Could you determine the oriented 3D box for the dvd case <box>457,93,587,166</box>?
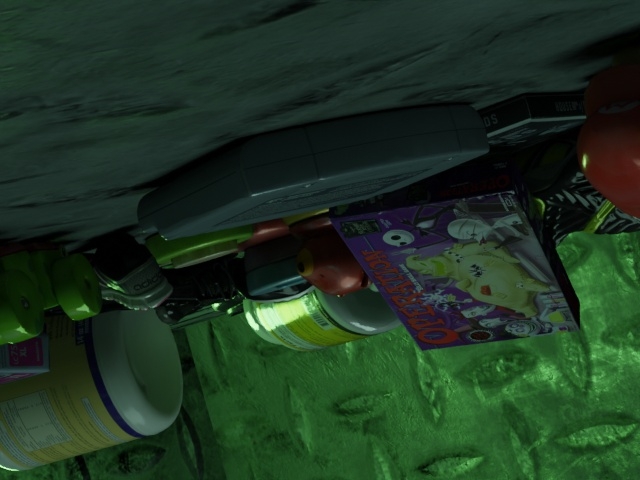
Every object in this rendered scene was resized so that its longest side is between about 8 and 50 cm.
[{"bbox_3d":[0.195,-0.115,1.470,0.179,0.029,0.239,-19,175,34],"label":"dvd case"}]

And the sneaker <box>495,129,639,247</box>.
[{"bbox_3d":[0.305,-0.089,1.597,0.385,0.147,0.145,-15,133,31],"label":"sneaker"}]

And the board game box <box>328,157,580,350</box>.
[{"bbox_3d":[0.164,0.027,1.601,0.208,0.056,0.347,-5,150,21],"label":"board game box"}]

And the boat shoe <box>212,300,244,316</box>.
[{"bbox_3d":[0.033,0.068,2.460,0.500,0.155,0.187,-16,178,18],"label":"boat shoe"}]

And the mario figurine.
[{"bbox_3d":[0.326,-0.143,1.257,0.320,0.170,0.198,-27,150,-51],"label":"mario figurine"}]

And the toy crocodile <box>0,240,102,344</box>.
[{"bbox_3d":[-0.302,0.046,1.323,0.115,0.105,0.340,-17,180,14],"label":"toy crocodile"}]

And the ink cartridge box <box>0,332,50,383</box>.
[{"bbox_3d":[-0.527,0.158,1.784,0.186,0.065,0.311,-16,164,39],"label":"ink cartridge box"}]

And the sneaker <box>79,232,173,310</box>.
[{"bbox_3d":[-0.231,0.025,1.530,0.063,0.074,0.170,-34,-151,-33],"label":"sneaker"}]

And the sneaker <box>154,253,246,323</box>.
[{"bbox_3d":[-0.177,0.065,2.097,0.130,0.087,0.227,-19,178,16],"label":"sneaker"}]

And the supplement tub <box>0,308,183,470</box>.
[{"bbox_3d":[-0.404,0.214,2.121,0.331,0.241,0.241,-17,176,14],"label":"supplement tub"}]

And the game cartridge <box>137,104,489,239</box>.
[{"bbox_3d":[0.004,-0.065,1.252,0.294,0.060,0.196,-13,178,-41],"label":"game cartridge"}]

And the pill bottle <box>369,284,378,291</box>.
[{"bbox_3d":[0.158,-0.023,1.843,0.229,0.131,0.131,-16,176,-7],"label":"pill bottle"}]

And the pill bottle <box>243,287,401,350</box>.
[{"bbox_3d":[0.007,0.075,2.207,0.188,0.187,0.334,-14,176,-29],"label":"pill bottle"}]

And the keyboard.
[{"bbox_3d":[-0.300,0.079,1.829,0.317,0.033,0.201,-6,174,29],"label":"keyboard"}]

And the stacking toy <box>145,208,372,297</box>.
[{"bbox_3d":[-0.076,0.035,1.734,0.280,0.130,0.309,-15,176,-17],"label":"stacking toy"}]

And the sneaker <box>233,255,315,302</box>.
[{"bbox_3d":[0.000,0.000,1.970,0.283,0.107,0.124,-20,161,6],"label":"sneaker"}]
